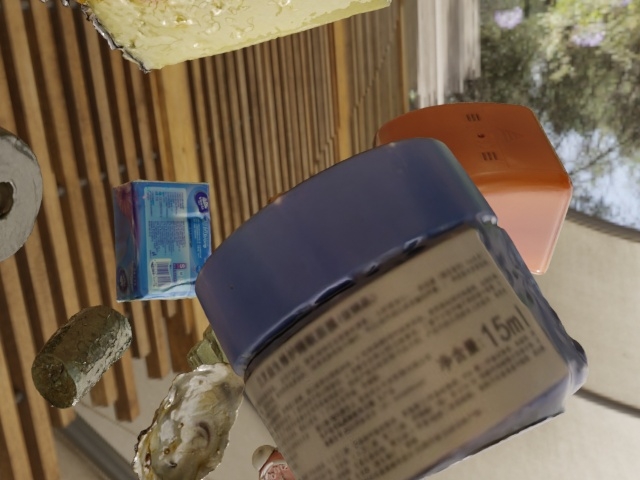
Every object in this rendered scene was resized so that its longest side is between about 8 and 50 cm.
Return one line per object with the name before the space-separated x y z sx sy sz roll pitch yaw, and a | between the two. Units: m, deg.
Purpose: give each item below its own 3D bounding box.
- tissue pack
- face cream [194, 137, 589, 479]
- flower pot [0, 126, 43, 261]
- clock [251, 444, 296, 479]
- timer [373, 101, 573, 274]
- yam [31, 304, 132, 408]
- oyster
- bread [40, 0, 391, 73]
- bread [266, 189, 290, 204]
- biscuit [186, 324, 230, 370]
tissue pack | -0.359 0.003 1.759 0.198 0.263 0.146 -1 176 -39
face cream | 0.055 0.078 0.627 0.249 0.225 0.249 -27 164 -8
flower pot | -0.628 -0.096 1.300 0.251 0.379 0.379 9 -159 14
clock | -0.068 0.538 1.792 0.166 0.162 0.093 -6 -164 20
timer | 0.215 -0.093 1.161 0.250 0.161 0.257 4 -141 -8
yam | -0.372 0.176 1.199 0.107 0.107 0.183 -1 -159 10
oyster | -0.315 0.435 1.677 0.204 0.396 0.111 23 -179 -33
bread | -0.124 -0.362 0.833 0.405 0.345 0.242 -19 -120 -2
bread | 0.000 0.000 1.134 0.189 0.114 0.077 38 -170 3
biscuit | -0.250 0.288 1.911 0.046 0.147 0.250 -27 -169 16
